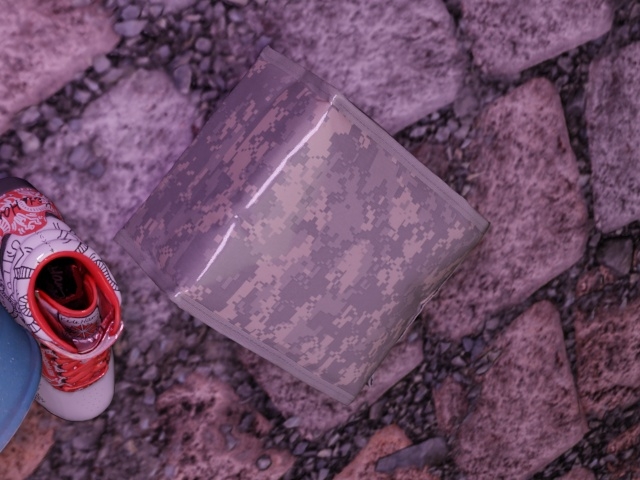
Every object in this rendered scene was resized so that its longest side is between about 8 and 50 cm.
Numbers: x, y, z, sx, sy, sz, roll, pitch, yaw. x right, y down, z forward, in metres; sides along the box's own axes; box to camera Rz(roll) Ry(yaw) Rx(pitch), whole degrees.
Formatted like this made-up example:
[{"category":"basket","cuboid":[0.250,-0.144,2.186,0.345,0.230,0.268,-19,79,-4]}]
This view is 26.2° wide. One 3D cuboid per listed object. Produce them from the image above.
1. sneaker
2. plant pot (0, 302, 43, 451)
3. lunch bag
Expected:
[{"category":"sneaker","cuboid":[-0.219,0.085,1.191,0.090,0.145,0.270,-27,128,-20]},{"category":"plant pot","cuboid":[-0.384,0.060,0.997,0.271,0.271,0.255,-36,120,-13]},{"category":"lunch bag","cuboid":[0.000,0.000,1.283,0.287,0.169,0.235,37,91,-38]}]
